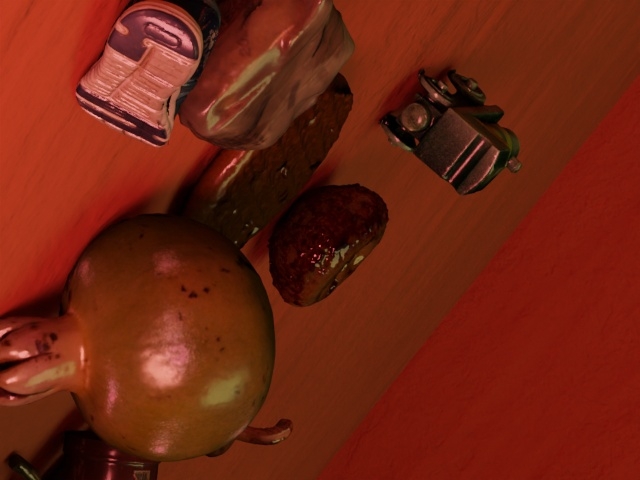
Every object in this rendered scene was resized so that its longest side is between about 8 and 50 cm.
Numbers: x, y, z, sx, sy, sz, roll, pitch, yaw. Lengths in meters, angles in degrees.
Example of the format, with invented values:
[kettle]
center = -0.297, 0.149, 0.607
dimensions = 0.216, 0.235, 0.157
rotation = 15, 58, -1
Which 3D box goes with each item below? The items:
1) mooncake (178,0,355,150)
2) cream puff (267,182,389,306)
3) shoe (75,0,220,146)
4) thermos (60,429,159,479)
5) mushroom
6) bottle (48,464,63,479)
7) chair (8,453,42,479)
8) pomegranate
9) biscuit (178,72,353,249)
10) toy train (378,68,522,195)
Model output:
[mooncake]
center = -0.045, -0.120, 1.094
dimensions = 0.130, 0.073, 0.125
rotation = -50, 166, -3
[cream puff]
center = 0.000, 0.000, 1.669
dimensions = 0.149, 0.084, 0.149
rotation = -42, 170, -10
[shoe]
center = -0.099, -0.107, 0.984
dimensions = 0.071, 0.064, 0.143
rotation = -63, -176, -33
[thermos]
center = -0.204, 0.298, 1.557
dimensions = 0.099, 0.124, 0.232
rotation = 12, 84, -50
[mushroom]
center = -0.100, 0.230, 2.081
dimensions = 0.129, 0.073, 0.088
rotation = -1, 126, -29
[bottle]
center = -0.213, 0.228, 1.656
dimensions = 0.201, 0.072, 0.072
rotation = -48, 169, -4
[chair]
center = -0.309, 0.320, 1.415
dimensions = 0.188, 0.166, 0.272
rotation = -55, -150, 25
[pomegranate]
center = -0.128, 0.085, 1.212
dimensions = 0.210, 0.179, 0.179
rotation = -41, 167, -31
[biscuit]
center = -0.050, -0.059, 1.388
dimensions = 0.212, 0.036, 0.212
rotation = -46, 168, -13
[toy train]
center = 0.146, -0.110, 1.731
dimensions = 0.083, 0.132, 0.200
rotation = -51, 167, 20
